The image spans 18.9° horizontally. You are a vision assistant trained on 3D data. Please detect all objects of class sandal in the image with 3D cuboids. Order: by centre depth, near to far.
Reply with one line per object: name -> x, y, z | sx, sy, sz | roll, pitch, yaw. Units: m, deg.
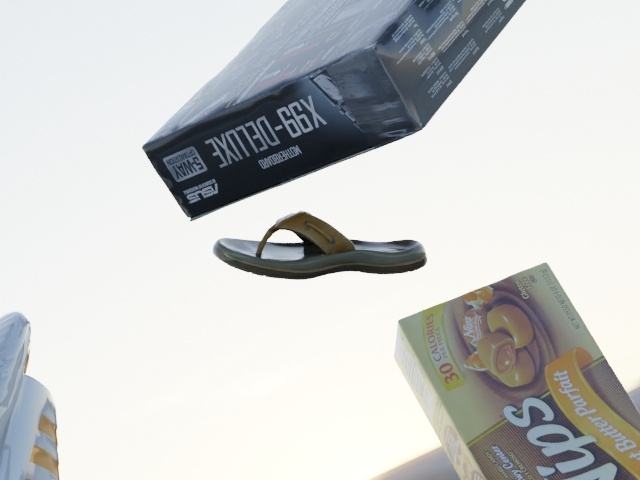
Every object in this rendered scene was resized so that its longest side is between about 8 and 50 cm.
sandal -> -0.176, 0.159, 0.952 | 0.102, 0.265, 0.076 | -29, -51, 36
sandal -> 0.000, 0.000, 1.521 | 0.180, 0.049, 0.072 | -1, 13, -19

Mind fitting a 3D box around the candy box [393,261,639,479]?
candy box -> 0.225, 0.193, 1.988 | 0.183, 0.316, 0.087 | -21, -29, -13

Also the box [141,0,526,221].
box -> 0.032, -0.155, 1.521 | 0.242, 0.076, 0.307 | -20, 21, 38
